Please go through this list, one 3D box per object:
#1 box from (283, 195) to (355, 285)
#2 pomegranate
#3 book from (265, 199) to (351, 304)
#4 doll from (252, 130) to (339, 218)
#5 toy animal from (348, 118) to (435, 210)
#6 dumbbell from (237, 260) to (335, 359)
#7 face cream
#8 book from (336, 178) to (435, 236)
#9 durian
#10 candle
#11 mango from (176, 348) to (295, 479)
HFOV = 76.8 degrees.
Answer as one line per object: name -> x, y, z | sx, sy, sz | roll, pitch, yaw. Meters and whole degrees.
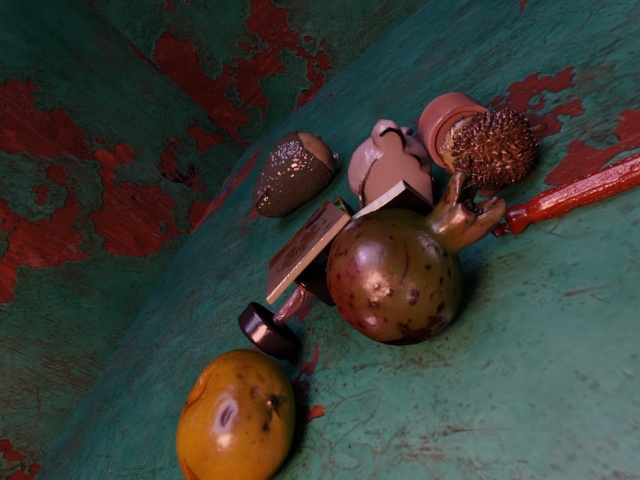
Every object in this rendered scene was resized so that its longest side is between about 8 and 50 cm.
box -> 0.000, 0.000, 1.133 | 0.240, 0.071, 0.159 | -42, 23, 11
pomegranate -> 0.148, 0.023, 0.672 | 0.306, 0.242, 0.242 | -51, 25, -1
book -> -0.035, 0.007, 0.833 | 0.208, 0.020, 0.295 | -47, 11, 3
doll -> -0.102, -0.229, 1.469 | 0.349, 0.247, 0.247 | -47, 24, 16
toy animal -> 0.162, -0.198, 1.018 | 0.357, 0.194, 0.257 | -90, 6, -61
dumbbell -> -0.066, 0.147, 0.928 | 0.218, 0.152, 0.152 | -49, 25, -2
face cream -> 0.304, -0.245, 0.907 | 0.149, 0.149, 0.104 | -38, 28, 21
book -> 0.144, -0.039, 0.817 | 0.160, 0.228, 0.024 | -37, 65, 21
durian -> 0.331, -0.182, 0.772 | 0.196, 0.167, 0.196 | -20, 37, 16
candle -> 0.421, -0.085, 0.614 | 0.329, 0.048, 0.051 | -27, 45, 35
mango -> -0.173, 0.345, 0.809 | 0.253, 0.182, 0.365 | -58, 16, -15
